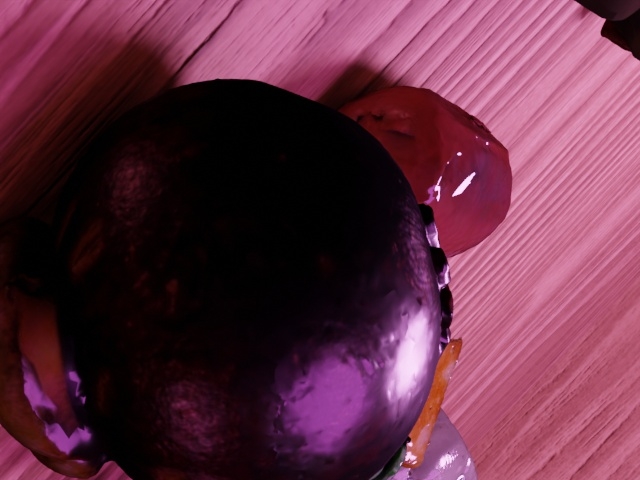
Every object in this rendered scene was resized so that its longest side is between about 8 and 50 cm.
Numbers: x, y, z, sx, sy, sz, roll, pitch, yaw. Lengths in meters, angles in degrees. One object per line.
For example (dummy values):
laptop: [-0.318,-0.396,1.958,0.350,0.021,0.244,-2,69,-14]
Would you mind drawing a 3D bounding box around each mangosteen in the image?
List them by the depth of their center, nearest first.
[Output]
mangosteen: [-0.085,0.051,1.001,0.346,0.307,0.307,-12,159,-1]

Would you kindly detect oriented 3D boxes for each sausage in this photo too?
sausage: [0.084,-0.056,1.318,0.152,0.152,0.279,-49,161,13]

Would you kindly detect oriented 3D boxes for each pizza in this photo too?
pizza: [0.109,0.156,1.887,0.034,0.181,0.262,-17,-151,40]

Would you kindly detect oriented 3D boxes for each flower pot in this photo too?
flower pot: [0.085,0.305,1.990,0.195,0.246,0.246,-34,160,-12]

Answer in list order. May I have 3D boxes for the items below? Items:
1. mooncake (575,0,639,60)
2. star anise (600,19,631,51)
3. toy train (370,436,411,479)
mooncake: [0.279,-0.308,1.132,0.351,0.187,0.351,-36,160,-15]
star anise: [0.395,-0.277,1.563,0.220,0.126,0.190,-20,146,-47]
toy train: [-0.031,0.231,1.576,0.202,0.145,0.266,-46,-156,-14]
